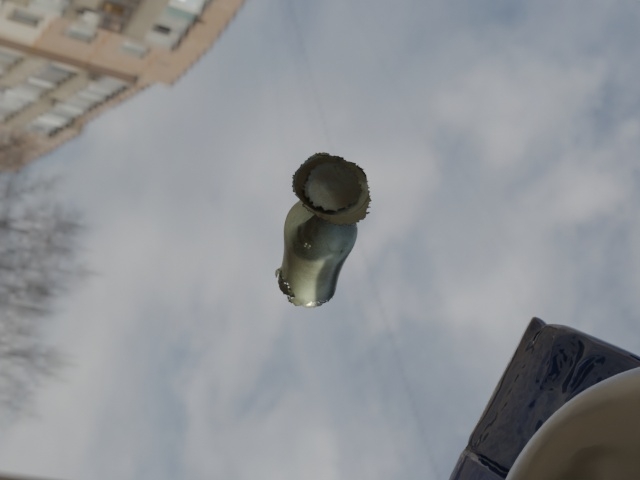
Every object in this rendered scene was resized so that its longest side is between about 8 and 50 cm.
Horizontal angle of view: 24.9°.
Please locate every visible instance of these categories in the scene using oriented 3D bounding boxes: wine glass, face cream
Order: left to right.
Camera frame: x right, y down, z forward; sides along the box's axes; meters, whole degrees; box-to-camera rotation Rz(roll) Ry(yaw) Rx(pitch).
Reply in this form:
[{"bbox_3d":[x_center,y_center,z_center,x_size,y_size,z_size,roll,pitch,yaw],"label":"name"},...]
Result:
[{"bbox_3d":[0.000,0.000,0.688,0.042,0.039,0.083,46,-33,22],"label":"wine glass"},{"bbox_3d":[0.249,0.207,1.267,0.249,0.249,0.225,23,-91,62],"label":"face cream"}]

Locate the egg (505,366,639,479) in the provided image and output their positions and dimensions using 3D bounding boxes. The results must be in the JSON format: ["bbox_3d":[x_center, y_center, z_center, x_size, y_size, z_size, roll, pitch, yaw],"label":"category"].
[{"bbox_3d":[0.168,0.154,0.703,0.232,0.176,0.176,125,-32,-59],"label":"egg"}]
